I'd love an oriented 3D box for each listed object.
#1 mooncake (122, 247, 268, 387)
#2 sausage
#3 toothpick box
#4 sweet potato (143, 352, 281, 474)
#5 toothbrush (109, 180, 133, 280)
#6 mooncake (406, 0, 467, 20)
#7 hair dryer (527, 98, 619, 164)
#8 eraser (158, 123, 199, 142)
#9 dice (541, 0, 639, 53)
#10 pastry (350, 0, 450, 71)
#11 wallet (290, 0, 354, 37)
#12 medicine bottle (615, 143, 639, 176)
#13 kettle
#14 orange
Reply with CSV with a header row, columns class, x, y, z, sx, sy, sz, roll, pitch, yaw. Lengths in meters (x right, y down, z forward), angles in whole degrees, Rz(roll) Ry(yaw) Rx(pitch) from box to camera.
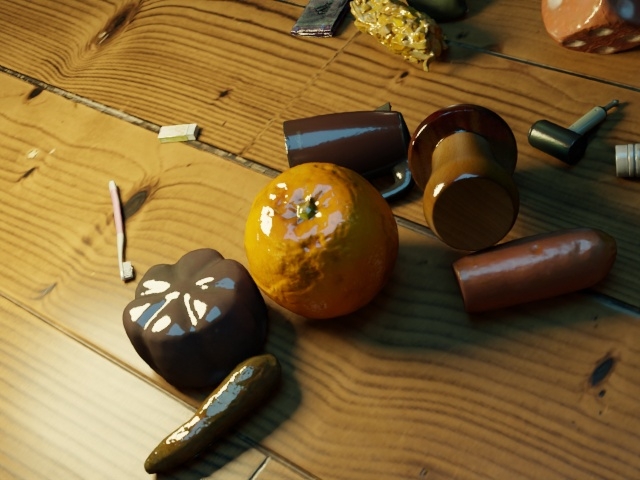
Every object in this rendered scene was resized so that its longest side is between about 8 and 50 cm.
class,x,y,z,sx,sy,sz,roll,pitch,yaw
mooncake,-0.212,0.127,1.655,0.245,0.133,0.245,-13,39,11
sausage,0.344,0.044,1.558,0.259,0.113,0.113,-14,46,7
toothpick box,0.244,-0.109,1.639,0.192,0.192,0.294,-9,27,10
sweet potato,-0.166,0.278,1.541,0.273,0.075,0.075,-42,50,-15
toothbrush,-0.397,-0.024,1.927,0.025,0.020,0.286,-14,46,-6
mooncake,0.263,-0.567,2.109,0.168,0.175,0.104,31,48,-6
hair dryer,0.484,-0.216,1.803,0.197,0.057,0.100,-33,47,-24
eraser,-0.304,-0.230,2.087,0.083,0.019,0.038,-3,46,15
dice,0.543,-0.465,1.866,0.174,0.175,0.179,5,-4,-24
pastry,0.173,-0.445,2.058,0.250,0.154,0.102,40,98,35
wallet,0.009,-0.527,2.253,0.111,0.030,0.166,5,49,28
medicine bottle,0.561,-0.140,1.692,0.091,0.058,0.058,-2,48,16
kettle,0.059,-0.155,1.824,0.232,0.144,0.202,-10,66,5
orange,0.000,0.000,1.621,0.261,0.261,0.261,-9,46,10
